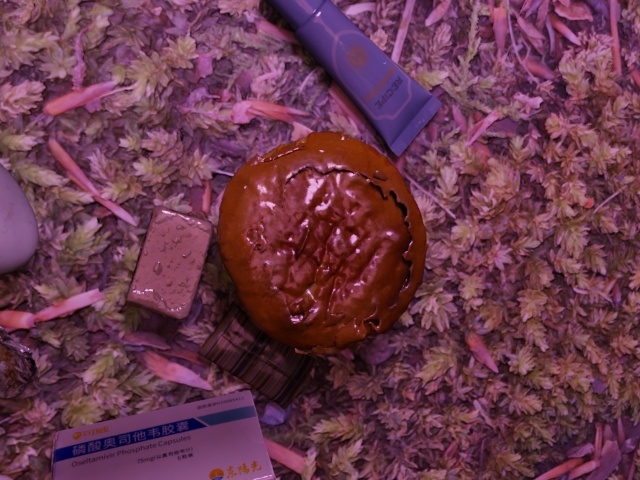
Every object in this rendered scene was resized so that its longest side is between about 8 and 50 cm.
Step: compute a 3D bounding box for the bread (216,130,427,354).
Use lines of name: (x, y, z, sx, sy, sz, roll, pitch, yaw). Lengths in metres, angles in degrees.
bread: (0.000, 0.003, 1.097, 0.337, 0.204, 0.358, -24, 97, -9)

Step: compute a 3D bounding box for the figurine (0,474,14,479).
figurine: (-0.597, 0.372, 1.012, 0.155, 0.127, 0.235, -37, 106, -28)

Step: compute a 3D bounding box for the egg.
egg: (-0.550, -0.053, 0.956, 0.264, 0.183, 0.183, 43, 84, -21)

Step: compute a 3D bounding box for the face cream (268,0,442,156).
face cream: (0.055, -0.329, 1.144, 0.385, 0.086, 0.135, 42, 84, -19)

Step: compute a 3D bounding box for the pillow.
pillow: (-0.112, 0.215, 1.167, 0.203, 0.038, 0.113, 36, 85, -15)

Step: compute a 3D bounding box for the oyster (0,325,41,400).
oyster: (-0.593, 0.161, 0.989, 0.351, 0.158, 0.162, 36, 97, -25)

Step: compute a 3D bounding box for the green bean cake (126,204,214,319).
green bean cake: (-0.258, 0.036, 1.090, 0.109, 0.085, 0.179, 16, 91, -17)

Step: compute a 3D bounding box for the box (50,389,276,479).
box: (-0.263, 0.375, 1.059, 0.344, 0.200, 0.065, -10, 124, -14)
